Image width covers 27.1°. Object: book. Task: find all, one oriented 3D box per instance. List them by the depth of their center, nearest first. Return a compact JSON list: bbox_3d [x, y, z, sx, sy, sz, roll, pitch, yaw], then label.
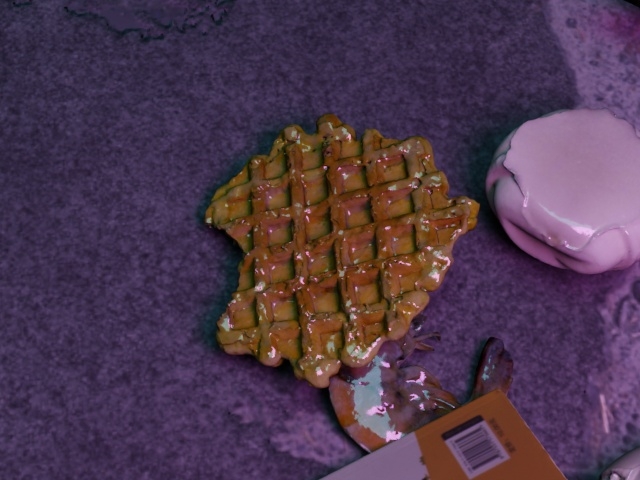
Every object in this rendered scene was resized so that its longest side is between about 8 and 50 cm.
[{"bbox_3d":[0.071,0.259,1.112,0.295,0.020,0.208,-26,44,-7],"label":"book"}]

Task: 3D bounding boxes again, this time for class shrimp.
[{"bbox_3d":[0.108,0.073,1.266,0.169,0.058,0.296,16,65,-4],"label":"shrimp"}]

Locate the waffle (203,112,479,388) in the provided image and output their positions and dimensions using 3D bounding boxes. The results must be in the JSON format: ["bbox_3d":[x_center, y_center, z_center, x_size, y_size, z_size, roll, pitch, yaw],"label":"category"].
[{"bbox_3d":[0.001,0.001,1.259,0.291,0.051,0.291,-10,59,16],"label":"waffle"}]

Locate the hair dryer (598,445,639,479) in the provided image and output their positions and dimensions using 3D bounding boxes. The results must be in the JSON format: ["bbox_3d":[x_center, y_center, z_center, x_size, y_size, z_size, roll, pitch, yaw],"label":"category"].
[{"bbox_3d":[0.294,0.320,1.107,0.296,0.119,0.298,-17,70,-24],"label":"hair dryer"}]

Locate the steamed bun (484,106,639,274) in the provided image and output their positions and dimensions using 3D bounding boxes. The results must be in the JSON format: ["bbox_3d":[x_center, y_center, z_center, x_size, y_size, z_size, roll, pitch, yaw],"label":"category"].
[{"bbox_3d":[0.253,-0.043,1.306,0.183,0.106,0.183,3,58,-4],"label":"steamed bun"}]

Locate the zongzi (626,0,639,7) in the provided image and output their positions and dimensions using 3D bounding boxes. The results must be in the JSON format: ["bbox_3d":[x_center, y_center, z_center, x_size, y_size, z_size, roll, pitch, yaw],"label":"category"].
[{"bbox_3d":[0.498,-0.309,1.407,0.362,0.319,0.383,20,81,5],"label":"zongzi"}]
